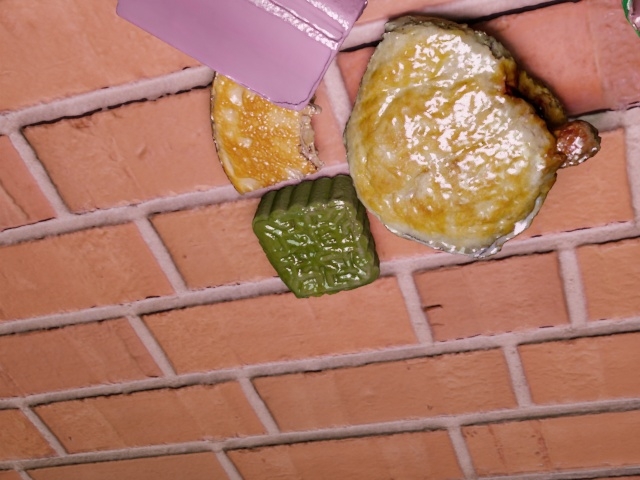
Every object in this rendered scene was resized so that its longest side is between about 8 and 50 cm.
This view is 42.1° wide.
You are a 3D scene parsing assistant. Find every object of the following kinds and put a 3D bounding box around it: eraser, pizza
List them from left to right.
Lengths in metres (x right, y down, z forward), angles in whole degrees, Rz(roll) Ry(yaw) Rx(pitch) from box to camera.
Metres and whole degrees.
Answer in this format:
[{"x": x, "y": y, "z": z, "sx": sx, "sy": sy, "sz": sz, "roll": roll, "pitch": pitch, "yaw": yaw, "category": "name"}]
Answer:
[{"x": -0.129, "y": -0.385, "z": 1.333, "sx": 0.359, "sy": 0.122, "sz": 0.272, "roll": 30, "pitch": 146, "yaw": -6, "category": "eraser"}, {"x": -0.096, "y": -0.218, "z": 1.560, "sx": 0.223, "sy": 0.089, "sz": 0.323, "roll": 8, "pitch": 133, "yaw": 11, "category": "pizza"}]

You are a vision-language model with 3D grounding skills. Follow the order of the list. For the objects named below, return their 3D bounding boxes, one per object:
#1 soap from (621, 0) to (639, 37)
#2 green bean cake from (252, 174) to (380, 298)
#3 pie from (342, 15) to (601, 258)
[{"x": 0.635, "y": -0.375, "z": 1.293, "sx": 0.273, "sy": 0.098, "sz": 0.218, "roll": -31, "pitch": 119, "yaw": 31, "category": "soap"}, {"x": 0.000, "y": 0.000, "z": 1.704, "sx": 0.222, "sy": 0.125, "sz": 0.248, "roll": -13, "pitch": 127, "yaw": 19, "category": "green bean cake"}, {"x": 0.229, "y": -0.180, "z": 1.489, "sx": 0.418, "sy": 0.180, "sz": 0.395, "roll": 34, "pitch": 122, "yaw": -3, "category": "pie"}]
